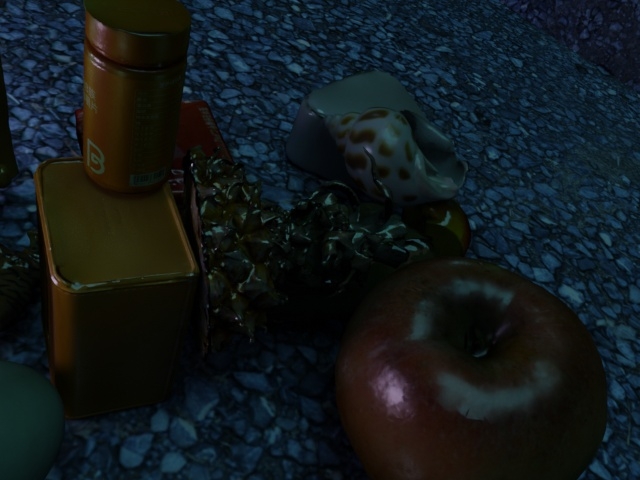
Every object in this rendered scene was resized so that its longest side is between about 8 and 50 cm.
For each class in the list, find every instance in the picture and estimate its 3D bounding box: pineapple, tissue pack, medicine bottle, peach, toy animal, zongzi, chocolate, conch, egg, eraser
[{"bbox_3d":[-0.029,0.006,0.725,0.271,0.262,0.263,-4,49,-18],"label":"pineapple"},{"bbox_3d":[-0.256,0.063,0.691,0.145,0.275,0.194,-9,51,-30],"label":"tissue pack"},{"bbox_3d":[-0.190,-0.145,0.582,0.096,0.192,0.096,11,45,-12],"label":"medicine bottle"},{"bbox_3d":[0.236,-0.025,1.119,0.118,0.151,0.151,-20,57,-22],"label":"peach"},{"bbox_3d":[-0.413,0.082,0.715,0.116,0.114,0.255,14,34,-15],"label":"toy animal"},{"bbox_3d":[0.000,0.000,0.989,0.322,0.160,0.360,0,26,-11],"label":"zongzi"},{"bbox_3d":[-0.278,-0.128,0.979,0.234,0.108,0.237,-12,51,-23],"label":"chocolate"},{"bbox_3d":[0.125,-0.158,1.054,0.275,0.149,0.183,48,42,1],"label":"conch"},{"bbox_3d":[-0.369,0.215,0.565,0.168,0.168,0.231,42,48,18],"label":"egg"},{"bbox_3d":[0.079,-0.230,1.235,0.331,0.150,0.331,15,43,-15],"label":"eraser"}]

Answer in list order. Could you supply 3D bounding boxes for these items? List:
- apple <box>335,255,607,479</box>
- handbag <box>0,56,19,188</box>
[{"bbox_3d":[0.180,0.198,0.750,0.338,0.305,0.339,3,48,-3],"label":"apple"},{"bbox_3d":[-0.503,-0.059,0.691,0.133,0.283,0.401,13,45,-5],"label":"handbag"}]
